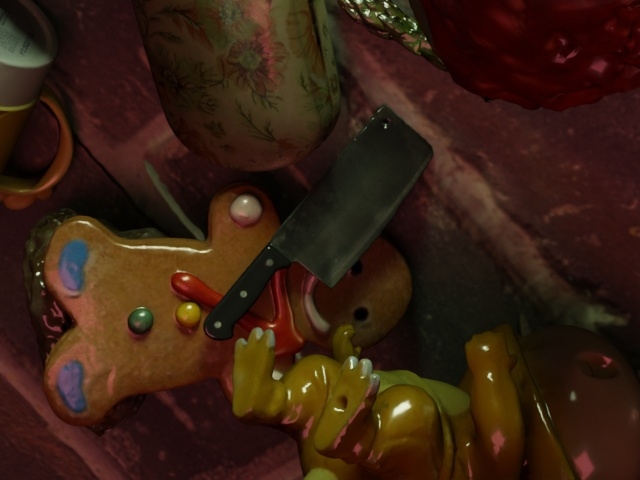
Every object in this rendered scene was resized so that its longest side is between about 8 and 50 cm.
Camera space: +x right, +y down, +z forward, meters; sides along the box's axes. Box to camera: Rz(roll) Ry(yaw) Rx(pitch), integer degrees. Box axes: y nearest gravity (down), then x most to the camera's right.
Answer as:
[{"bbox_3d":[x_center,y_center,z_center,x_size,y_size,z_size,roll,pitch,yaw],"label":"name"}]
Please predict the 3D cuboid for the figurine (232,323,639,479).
[{"bbox_3d":[0.103,0.198,1.604,0.387,0.268,0.401,17,159,-35],"label":"figurine"}]

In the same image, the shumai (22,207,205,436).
[{"bbox_3d":[-0.168,0.064,1.735,0.176,0.166,0.205,-12,122,-2],"label":"shumai"}]

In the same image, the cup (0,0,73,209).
[{"bbox_3d":[-0.318,-0.109,1.677,0.241,0.185,0.226,17,123,-32],"label":"cup"}]

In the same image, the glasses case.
[{"bbox_3d":[-0.088,-0.253,1.542,0.157,0.098,0.425,3,119,29],"label":"glasses case"}]

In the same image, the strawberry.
[{"bbox_3d":[0.216,-0.239,1.318,0.345,0.295,0.317,8,107,37],"label":"strawberry"}]

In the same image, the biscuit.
[{"bbox_3d":[-0.076,0.052,1.654,0.324,0.049,0.205,-3,100,-13],"label":"biscuit"}]

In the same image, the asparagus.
[{"bbox_3d":[0.078,-0.165,1.575,0.165,0.036,0.030,31,138,-2],"label":"asparagus"}]

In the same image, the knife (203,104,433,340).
[{"bbox_3d":[0.000,0.000,1.626,0.072,0.019,0.245,41,87,-8],"label":"knife"}]
